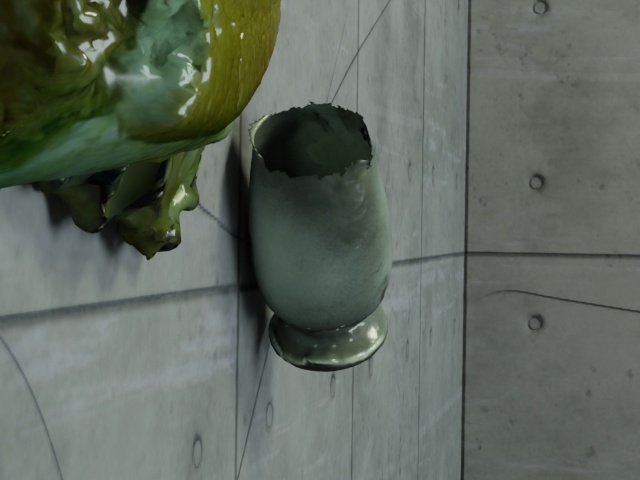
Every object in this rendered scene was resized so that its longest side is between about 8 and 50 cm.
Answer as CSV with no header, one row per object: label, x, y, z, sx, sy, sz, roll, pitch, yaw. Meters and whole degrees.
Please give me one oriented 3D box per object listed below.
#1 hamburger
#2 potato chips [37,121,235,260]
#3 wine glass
hamburger,-0.107,-0.105,0.629,0.288,0.167,0.192,-63,150,-67
potato chips,-0.060,-0.195,0.975,0.358,0.070,0.429,-57,162,-80
wine glass,0.000,0.000,1.329,0.111,0.111,0.204,-76,167,-49
